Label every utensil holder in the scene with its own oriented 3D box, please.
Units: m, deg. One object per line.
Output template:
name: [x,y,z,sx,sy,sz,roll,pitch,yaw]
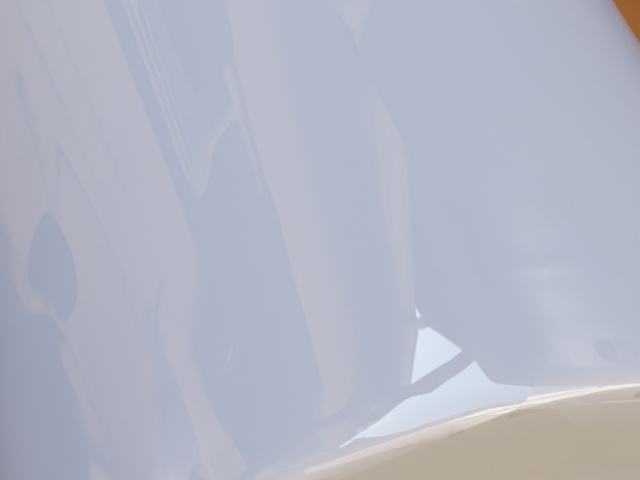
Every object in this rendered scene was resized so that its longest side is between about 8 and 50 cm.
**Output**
utensil holder: [0.000,0.000,0.570,0.327,0.327,0.385,35,27,-46]
